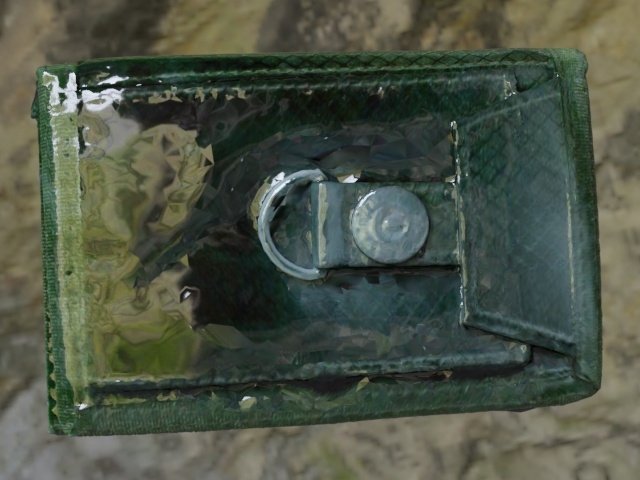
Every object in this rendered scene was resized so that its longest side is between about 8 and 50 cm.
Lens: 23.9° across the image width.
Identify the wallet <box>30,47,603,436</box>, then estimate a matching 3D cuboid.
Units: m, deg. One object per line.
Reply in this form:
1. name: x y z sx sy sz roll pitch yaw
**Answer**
1. wallet: 0.000 0.000 0.639 0.236 0.160 0.055 -3 3 -10
